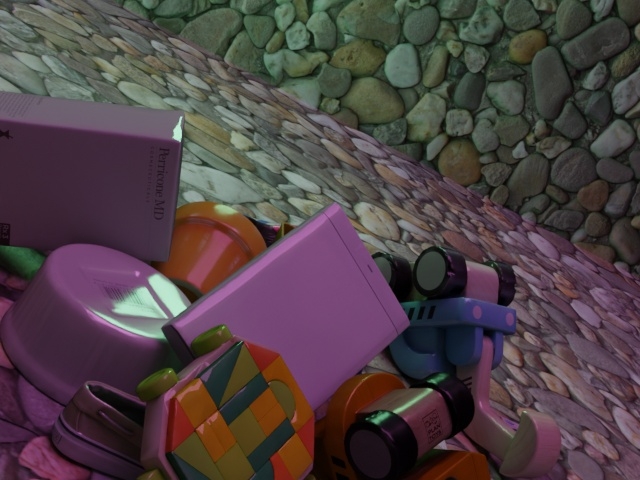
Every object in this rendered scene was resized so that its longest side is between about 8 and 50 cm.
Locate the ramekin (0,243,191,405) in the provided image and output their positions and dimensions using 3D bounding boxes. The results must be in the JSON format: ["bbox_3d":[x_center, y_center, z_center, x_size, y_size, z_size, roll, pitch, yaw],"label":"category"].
[{"bbox_3d":[-0.313,0.125,1.569,0.277,0.135,0.277,29,18,-11],"label":"ramekin"}]

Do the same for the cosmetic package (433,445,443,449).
[{"bbox_3d":[0.157,0.353,1.796,0.115,0.041,0.060,33,28,33],"label":"cosmetic package"}]

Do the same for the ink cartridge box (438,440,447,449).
[{"bbox_3d":[0.135,0.369,1.854,0.179,0.045,0.145,10,24,-9],"label":"ink cartridge box"}]

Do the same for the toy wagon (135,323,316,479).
[{"bbox_3d":[-0.134,0.278,1.376,0.344,0.068,0.267,-39,102,-50],"label":"toy wagon"}]

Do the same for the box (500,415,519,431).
[{"bbox_3d":[0.408,0.411,2.175,0.081,0.028,0.136,25,22,-20],"label":"box"}]

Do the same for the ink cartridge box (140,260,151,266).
[{"bbox_3d":[-0.387,-0.042,1.944,0.203,0.086,0.148,19,23,-34],"label":"ink cartridge box"}]

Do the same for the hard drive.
[{"bbox_3d":[-0.039,0.127,1.580,0.353,0.047,0.233,-37,101,-35],"label":"hard drive"}]

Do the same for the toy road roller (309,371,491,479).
[{"bbox_3d":[0.100,0.353,1.547,0.202,0.241,0.329,-23,101,-46],"label":"toy road roller"}]

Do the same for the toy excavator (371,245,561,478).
[{"bbox_3d":[0.291,0.244,2.153,0.222,0.445,0.433,13,-15,-42],"label":"toy excavator"}]

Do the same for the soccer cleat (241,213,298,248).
[{"bbox_3d":[-0.105,0.019,2.168,0.331,0.116,0.143,21,-22,-27],"label":"soccer cleat"}]

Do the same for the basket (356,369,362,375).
[{"bbox_3d":[-0.054,0.192,1.713,0.255,0.201,0.289,31,54,-13],"label":"basket"}]

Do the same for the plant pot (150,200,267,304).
[{"bbox_3d":[-0.213,0.066,1.819,0.205,0.205,0.188,32,34,-3],"label":"plant pot"}]

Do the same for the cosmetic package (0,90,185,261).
[{"bbox_3d":[-0.413,-0.106,1.678,0.385,0.217,0.156,5,24,-4],"label":"cosmetic package"}]

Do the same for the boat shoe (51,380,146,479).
[{"bbox_3d":[-0.204,0.278,1.423,0.302,0.094,0.109,23,21,-25],"label":"boat shoe"}]

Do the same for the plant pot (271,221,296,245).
[{"bbox_3d":[-0.025,0.125,1.948,0.212,0.187,0.212,28,18,-12],"label":"plant pot"}]
